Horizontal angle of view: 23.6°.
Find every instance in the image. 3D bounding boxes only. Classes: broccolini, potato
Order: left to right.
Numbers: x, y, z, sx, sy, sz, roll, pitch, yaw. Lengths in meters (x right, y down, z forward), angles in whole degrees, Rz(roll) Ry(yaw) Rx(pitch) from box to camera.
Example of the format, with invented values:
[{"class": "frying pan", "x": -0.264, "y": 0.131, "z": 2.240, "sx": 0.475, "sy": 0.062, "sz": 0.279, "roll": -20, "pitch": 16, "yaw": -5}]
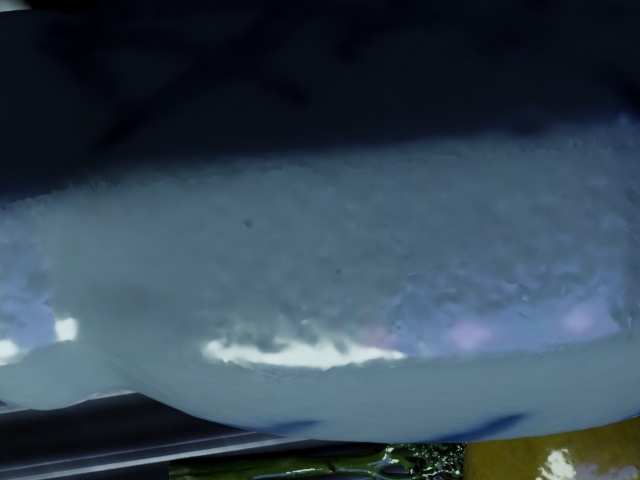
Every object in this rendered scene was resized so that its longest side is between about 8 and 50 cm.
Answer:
[{"class": "broccolini", "x": 0.009, "y": 0.183, "z": 1.193, "sx": 0.254, "sy": 0.057, "sz": 0.071, "roll": -8, "pitch": 108, "yaw": -2}, {"class": "potato", "x": 0.177, "y": 0.128, "z": 1.028, "sx": 0.204, "sy": 0.178, "sz": 0.158, "roll": -6, "pitch": 137, "yaw": 24}]

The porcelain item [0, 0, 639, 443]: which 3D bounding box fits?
[{"class": "porcelain item", "x": 0.054, "y": -0.033, "z": 0.638, "sx": 0.405, "sy": 0.242, "sz": 0.178, "roll": -8, "pitch": 132, "yaw": 9}]
